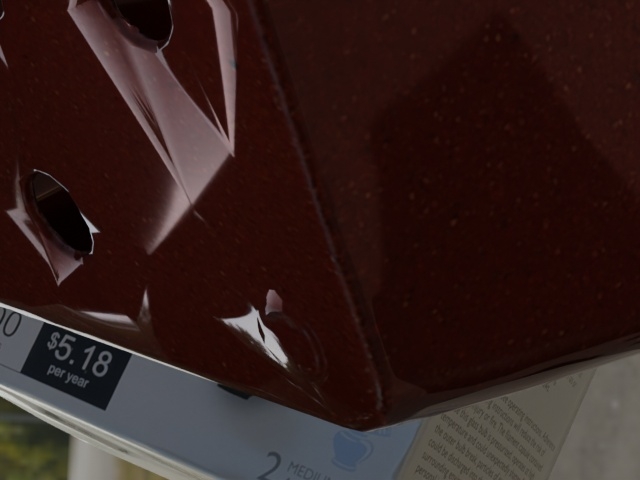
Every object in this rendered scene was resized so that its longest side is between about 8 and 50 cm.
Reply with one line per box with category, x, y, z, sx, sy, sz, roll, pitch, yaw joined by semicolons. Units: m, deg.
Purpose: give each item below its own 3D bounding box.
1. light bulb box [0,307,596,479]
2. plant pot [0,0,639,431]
light bulb box;0.000;0.000;1.298;0.361;0.358;0.225;-65;-28;-11
plant pot;0.008;-0.111;0.441;0.267;0.235;0.267;15;132;47
